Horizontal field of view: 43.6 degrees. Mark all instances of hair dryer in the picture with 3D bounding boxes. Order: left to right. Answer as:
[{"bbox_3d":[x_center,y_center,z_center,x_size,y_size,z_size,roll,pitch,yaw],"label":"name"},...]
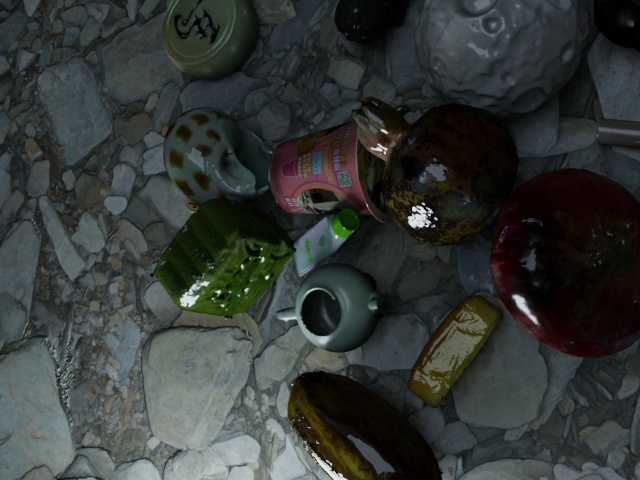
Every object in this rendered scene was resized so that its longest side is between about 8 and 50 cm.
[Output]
[{"bbox_3d":[0.618,-0.118,1.543,0.195,0.054,0.220,13,94,27],"label":"hair dryer"}]

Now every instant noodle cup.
[{"bbox_3d":[0.031,-0.148,1.733,0.255,0.244,0.243,-3,80,32],"label":"instant noodle cup"}]

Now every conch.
[{"bbox_3d":[-0.247,-0.199,1.881,0.197,0.250,0.367,-59,43,43],"label":"conch"}]

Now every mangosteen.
[{"bbox_3d":[0.623,-0.451,1.517,0.210,0.210,0.209,-4,80,25],"label":"mangosteen"}]

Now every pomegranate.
[{"bbox_3d":[0.204,-0.159,1.535,0.341,0.285,0.285,35,97,2],"label":"pomegranate"}]

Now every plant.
[{"bbox_3d":[0.121,-0.561,1.786,0.142,0.164,0.256,25,77,23],"label":"plant"}]

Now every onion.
[{"bbox_3d":[0.453,0.046,1.480,0.348,0.285,0.347,4,79,-19],"label":"onion"}]

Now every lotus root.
[{"bbox_3d":[0.095,0.408,1.608,0.397,0.196,0.179,43,120,26],"label":"lotus root"}]

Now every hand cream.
[{"bbox_3d":[0.001,0.000,1.733,0.275,0.050,0.079,-37,35,58],"label":"hand cream"}]

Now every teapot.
[{"bbox_3d":[0.029,0.145,1.706,0.295,0.129,0.193,-10,88,35],"label":"teapot"}]

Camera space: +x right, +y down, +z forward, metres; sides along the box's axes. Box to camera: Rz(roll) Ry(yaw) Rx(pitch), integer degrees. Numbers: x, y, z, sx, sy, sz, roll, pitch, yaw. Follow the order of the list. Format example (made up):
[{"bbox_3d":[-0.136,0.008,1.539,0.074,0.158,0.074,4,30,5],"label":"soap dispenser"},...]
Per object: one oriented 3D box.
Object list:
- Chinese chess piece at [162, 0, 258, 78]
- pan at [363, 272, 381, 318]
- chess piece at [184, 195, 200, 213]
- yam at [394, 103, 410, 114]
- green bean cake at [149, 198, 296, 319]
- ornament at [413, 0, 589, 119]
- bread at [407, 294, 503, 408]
[{"bbox_3d":[-0.279,-0.528,1.998,0.251,0.101,0.250,-5,79,25],"label":"Chinese chess piece"},{"bbox_3d":[0.100,0.122,1.752,0.068,0.023,0.115,-37,68,15],"label":"pan"},{"bbox_3d":[-0.295,-0.102,1.968,0.084,0.038,0.083,-4,81,26],"label":"chess piece"},{"bbox_3d":[0.141,-0.270,1.798,0.129,0.027,0.033,-35,70,15],"label":"yam"},{"bbox_3d":[-0.211,0.044,1.783,0.247,0.250,0.156,-49,64,13],"label":"green bean cake"},{"bbox_3d":[0.345,-0.410,1.568,0.337,0.337,0.336,-4,80,25],"label":"ornament"},{"bbox_3d":[0.269,0.220,1.617,0.094,0.102,0.245,36,99,19],"label":"bread"}]
